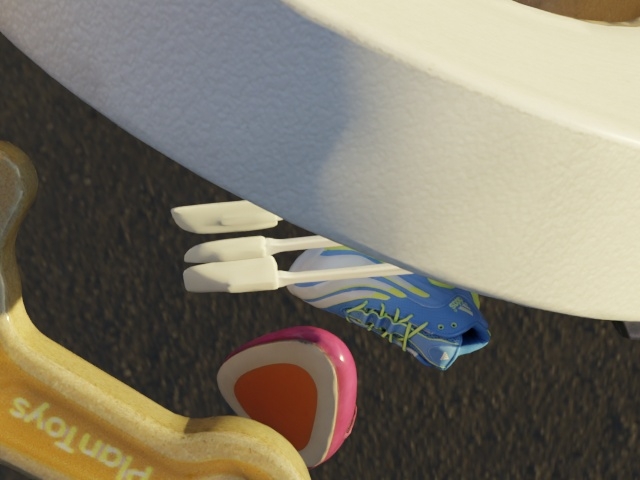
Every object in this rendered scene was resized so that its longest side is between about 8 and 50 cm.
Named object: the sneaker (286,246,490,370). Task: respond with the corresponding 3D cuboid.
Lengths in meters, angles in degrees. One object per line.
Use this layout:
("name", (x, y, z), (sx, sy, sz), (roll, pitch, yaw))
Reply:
("sneaker", (0.084, 0.066, 1.514), (0.240, 0.091, 0.126), (6, 35, -36))

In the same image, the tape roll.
("tape roll", (0.033, -0.113, 0.604), (0.392, 0.072, 0.392), (21, 28, -12))

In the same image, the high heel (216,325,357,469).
("high heel", (-0.004, 0.128, 1.365), (0.181, 0.377, 0.127), (-38, 84, -28))

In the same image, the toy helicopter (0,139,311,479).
("toy helicopter", (-0.172, 0.071, 0.667), (0.355, 0.140, 0.235), (29, 99, -2))

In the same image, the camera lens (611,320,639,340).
("camera lens", (0.373, -0.042, 1.483), (0.274, 0.219, 0.219), (-27, 57, 6))

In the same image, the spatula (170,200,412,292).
("spatula", (0.000, 0.000, 1.259), (0.242, 0.168, 0.019), (-6, 59, -3))
